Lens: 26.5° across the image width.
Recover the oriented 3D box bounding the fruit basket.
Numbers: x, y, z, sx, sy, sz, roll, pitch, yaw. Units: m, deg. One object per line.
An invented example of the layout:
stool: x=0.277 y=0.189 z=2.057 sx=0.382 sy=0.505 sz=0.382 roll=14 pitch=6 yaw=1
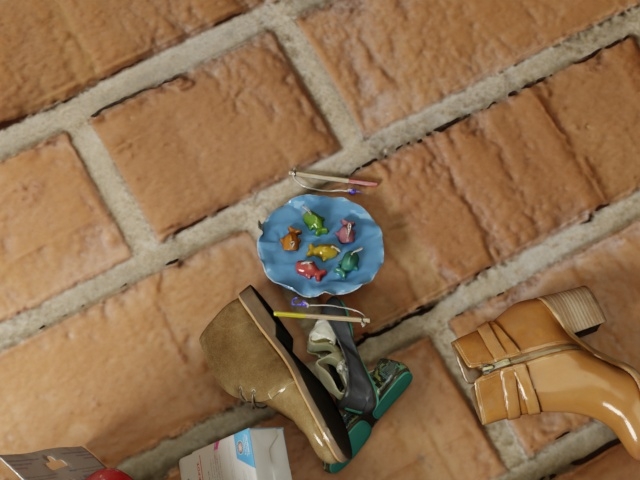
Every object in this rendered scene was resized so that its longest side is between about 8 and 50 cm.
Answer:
fruit basket: x=-0.237 y=0.394 z=1.719 sx=0.353 sy=0.327 sz=0.165 roll=37 pitch=90 yaw=10

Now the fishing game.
fishing game: x=0.000 y=0.000 z=1.956 sx=0.189 sy=0.041 sz=0.264 roll=8 pitch=54 yaw=2

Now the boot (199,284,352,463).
boot: x=-0.062 y=0.206 z=1.875 sx=0.115 sy=0.112 sz=0.305 roll=-37 pitch=55 yaw=0

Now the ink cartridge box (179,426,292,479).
ink cartridge box: x=-0.116 y=0.324 z=1.844 sx=0.061 sy=0.181 sz=0.104 roll=4 pitch=68 yaw=-38

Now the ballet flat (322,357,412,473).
ballet flat: x=0.052 y=0.242 z=1.912 sx=0.070 sy=0.070 sz=0.188 roll=39 pitch=74 yaw=10

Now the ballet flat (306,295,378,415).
ballet flat: x=0.020 y=0.158 z=1.895 sx=0.074 sy=0.074 sz=0.203 roll=-16 pitch=51 yaw=-6

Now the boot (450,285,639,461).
boot: x=0.327 y=0.213 z=1.895 sx=0.220 sy=0.109 sz=0.283 roll=-21 pitch=72 yaw=-9
